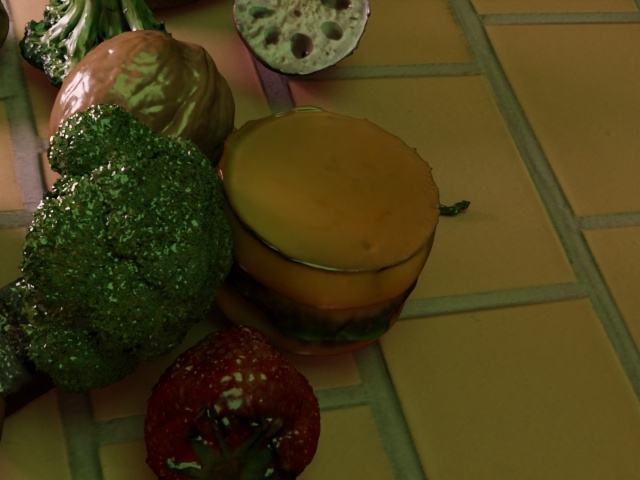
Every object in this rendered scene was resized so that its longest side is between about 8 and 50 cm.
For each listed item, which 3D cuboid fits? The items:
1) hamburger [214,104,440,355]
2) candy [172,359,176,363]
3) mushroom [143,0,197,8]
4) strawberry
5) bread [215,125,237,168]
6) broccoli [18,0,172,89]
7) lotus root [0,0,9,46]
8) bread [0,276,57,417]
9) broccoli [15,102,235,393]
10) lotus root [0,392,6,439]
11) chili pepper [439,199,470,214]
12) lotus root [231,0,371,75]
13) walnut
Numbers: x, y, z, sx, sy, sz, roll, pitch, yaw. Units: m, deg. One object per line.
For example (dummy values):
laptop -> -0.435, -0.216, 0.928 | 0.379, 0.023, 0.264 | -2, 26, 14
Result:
hamburger -> 0.000, 0.000, 1.891 | 0.395, 0.277, 0.396 | 8, 51, -10
candy -> -0.170, 0.182, 1.848 | 0.182, 0.046, 0.053 | -31, 70, -36
mushroom -> -0.309, -0.580, 2.261 | 0.397, 0.224, 0.314 | 16, 49, -8
strawberry -> -0.133, 0.246, 1.703 | 0.238, 0.250, 0.288 | -16, 41, 12
bread -> -0.181, -0.180, 2.086 | 0.035, 0.094, 0.090 | -13, 57, -27
broccoli -> -0.390, -0.366, 2.058 | 0.294, 0.245, 0.265 | 11, 30, 31
lotus root -> -0.656, -0.350, 2.027 | 0.154, 0.154, 0.278 | 26, 56, 2
bread -> -0.390, 0.115, 1.783 | 0.416, 0.113, 0.165 | -33, 72, -35
broccoli -> -0.277, 0.009, 1.647 | 0.321, 0.310, 0.413 | -4, 97, -19
lotus root -> -0.523, 0.256, 1.569 | 0.180, 0.199, 0.188 | -47, 115, -20
chili pepper -> 0.248, -0.062, 2.186 | 0.083, 0.022, 0.027 | -5, 58, -17
lotus root -> -0.053, -0.437, 2.251 | 0.272, 0.192, 0.272 | 0, 91, -15
walnut -> -0.290, -0.195, 1.880 | 0.277, 0.252, 0.313 | 38, 84, -10
